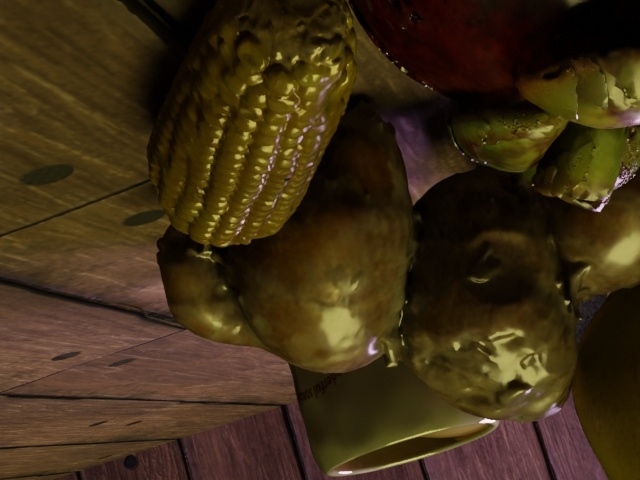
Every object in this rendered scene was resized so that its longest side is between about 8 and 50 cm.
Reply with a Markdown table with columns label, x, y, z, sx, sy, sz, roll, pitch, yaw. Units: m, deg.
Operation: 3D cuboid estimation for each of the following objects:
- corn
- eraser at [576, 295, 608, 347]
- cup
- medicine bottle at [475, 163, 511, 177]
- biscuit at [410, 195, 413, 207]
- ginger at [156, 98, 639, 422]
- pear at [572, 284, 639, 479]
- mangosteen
| label | x | y | z | sx | sy | sz | roll | pitch | yaw |
| --- | --- | --- | --- | --- | --- | --- | --- | --- | --- |
| corn | -0.039 | -0.065 | 0.624 | 0.097 | 0.097 | 0.262 | -12 | 164 | -20 |
| eraser | 0.247 | 0.048 | 1.210 | 0.091 | 0.213 | 0.046 | -17 | 166 | -5 |
| cup | 0.054 | 0.100 | 1.044 | 0.173 | 0.202 | 0.255 | -15 | 162 | -2 |
| medicine bottle | 0.193 | -0.036 | 1.015 | 0.107 | 0.107 | 0.191 | -18 | 167 | 7 |
| biscuit | 0.000 | 0.000 | 1.090 | 0.225 | 0.036 | 0.166 | -26 | 163 | 34 |
| ginger | 0.069 | 0.012 | 0.832 | 0.375 | 0.176 | 0.256 | 3 | 124 | -3 |
| pear | 0.363 | 0.038 | 0.858 | 0.386 | 0.191 | 0.340 | -23 | 180 | 21 |
| mangosteen | 0.090 | -0.100 | 0.426 | 0.166 | 0.180 | 0.166 | -14 | 179 | 0 |
